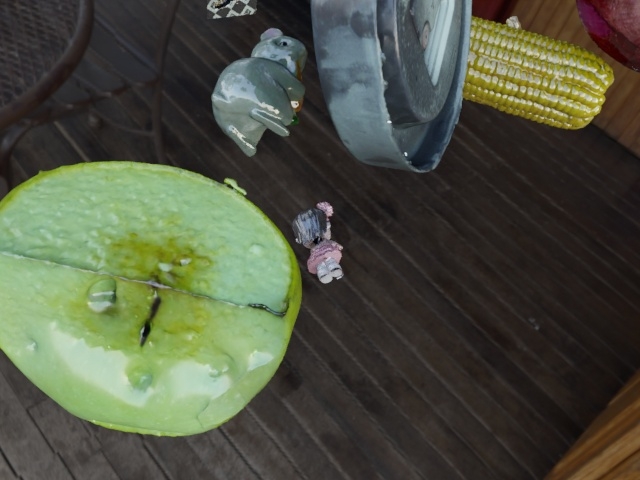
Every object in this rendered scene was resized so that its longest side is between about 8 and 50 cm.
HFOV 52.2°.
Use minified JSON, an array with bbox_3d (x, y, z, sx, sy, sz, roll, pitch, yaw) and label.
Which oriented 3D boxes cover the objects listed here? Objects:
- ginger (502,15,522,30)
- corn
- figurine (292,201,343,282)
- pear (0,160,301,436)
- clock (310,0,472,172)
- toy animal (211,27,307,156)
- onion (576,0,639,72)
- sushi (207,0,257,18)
[{"bbox_3d":[0.411,-0.436,1.492,0.259,0.065,0.149,-23,89,-44],"label":"ginger"},{"bbox_3d":[0.266,-0.270,1.005,0.345,0.131,0.131,19,45,8],"label":"corn"},{"bbox_3d":[0.000,0.000,1.004,0.054,0.072,0.129,39,24,-51],"label":"figurine"},{"bbox_3d":[-0.209,0.088,0.789,0.343,0.317,0.238,14,38,-4],"label":"pear"},{"bbox_3d":[0.097,-0.270,0.750,0.077,0.386,0.386,5,40,24],"label":"clock"},{"bbox_3d":[-0.073,-0.242,0.937,0.138,0.108,0.236,35,57,-36],"label":"toy animal"},{"bbox_3d":[0.471,-0.344,0.842,0.276,0.276,0.276,10,46,-11],"label":"onion"},{"bbox_3d":[-0.192,-0.545,1.397,0.120,0.126,0.026,-16,48,-25],"label":"sushi"}]
